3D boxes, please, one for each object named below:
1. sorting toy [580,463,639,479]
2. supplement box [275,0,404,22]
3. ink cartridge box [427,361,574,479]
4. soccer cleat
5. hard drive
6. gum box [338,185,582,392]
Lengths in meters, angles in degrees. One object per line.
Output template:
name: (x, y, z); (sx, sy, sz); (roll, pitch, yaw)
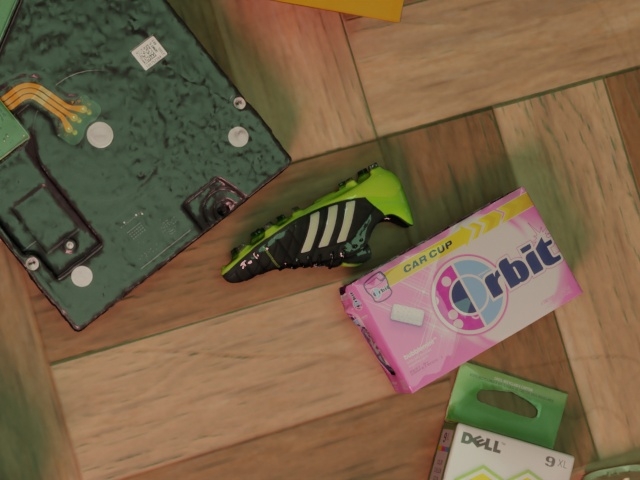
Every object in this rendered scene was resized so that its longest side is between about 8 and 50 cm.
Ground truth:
sorting toy: (0.268, 0.241, 1.299); (0.083, 0.045, 0.075); (-8, 93, -11)
supplement box: (0.007, -0.292, 1.204); (0.129, 0.191, 0.194); (9, 102, -9)
ink cartridge box: (0.150, 0.218, 1.268); (0.109, 0.062, 0.209); (17, 81, -7)
soccer cleat: (0.000, 0.000, 1.266); (0.178, 0.060, 0.072); (-29, 91, -14)
hard drive: (-0.219, -0.124, 1.237); (0.237, 0.064, 0.339); (-40, 93, -11)
gum box: (0.117, 0.046, 1.279); (0.188, 0.062, 0.107); (-29, 90, -12)
